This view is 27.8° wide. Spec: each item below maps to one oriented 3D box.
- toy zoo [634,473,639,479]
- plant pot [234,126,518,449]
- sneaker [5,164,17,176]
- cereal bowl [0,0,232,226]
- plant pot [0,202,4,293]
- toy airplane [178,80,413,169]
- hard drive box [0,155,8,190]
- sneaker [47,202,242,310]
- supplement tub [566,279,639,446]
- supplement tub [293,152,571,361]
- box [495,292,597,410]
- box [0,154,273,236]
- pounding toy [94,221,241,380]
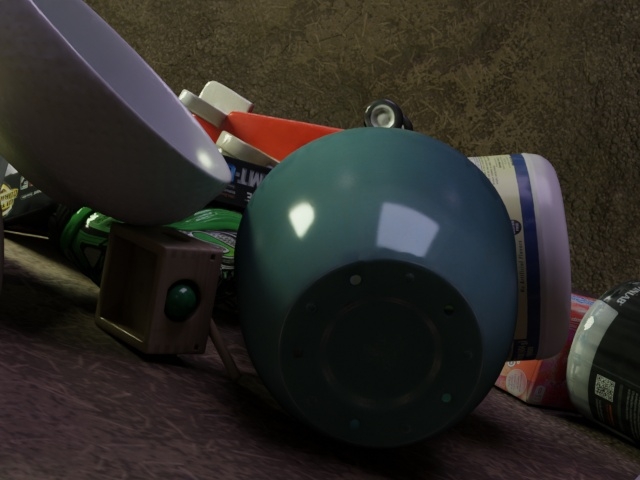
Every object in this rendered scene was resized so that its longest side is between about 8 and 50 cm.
[{"bbox_3d":[0.430,0.296,1.380,0.192,0.030,0.293,21,7,20],"label":"toy zoo"},{"bbox_3d":[0.056,0.061,1.230,0.292,0.293,0.235,18,18,-6],"label":"plant pot"},{"bbox_3d":[-0.432,-0.069,1.827,0.212,0.080,0.094,26,-5,-2],"label":"sneaker"},{"bbox_3d":[-0.255,-0.138,1.331,0.339,0.141,0.339,46,8,-8],"label":"cereal bowl"},{"bbox_3d":[-0.404,-0.047,1.158,0.284,0.191,0.284,19,6,-2],"label":"plant pot"},{"bbox_3d":[-0.062,-0.095,1.988,0.386,0.273,0.384,11,-2,-33],"label":"toy airplane"},{"bbox_3d":[-0.419,-0.080,1.425,0.089,0.181,0.232,18,6,1],"label":"hard drive box"},{"bbox_3d":[-0.156,0.042,1.526,0.343,0.134,0.146,12,28,-46],"label":"sneaker"},{"bbox_3d":[0.499,0.195,1.641,0.207,0.207,0.338,13,10,-44],"label":"supplement tub"},{"bbox_3d":[0.106,0.027,1.466,0.324,0.236,0.235,-4,6,2],"label":"supplement tub"},{"bbox_3d":[0.359,0.155,1.850,0.299,0.142,0.154,13,8,-40],"label":"box"},{"bbox_3d":[-0.228,-0.051,1.677,0.293,0.073,0.295,-14,-18,38],"label":"box"},{"bbox_3d":[-0.148,0.062,1.322,0.100,0.130,0.141,4,11,-40],"label":"pounding toy"}]
